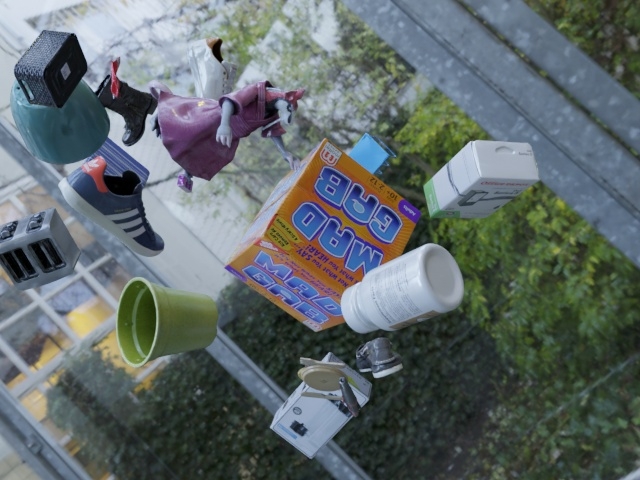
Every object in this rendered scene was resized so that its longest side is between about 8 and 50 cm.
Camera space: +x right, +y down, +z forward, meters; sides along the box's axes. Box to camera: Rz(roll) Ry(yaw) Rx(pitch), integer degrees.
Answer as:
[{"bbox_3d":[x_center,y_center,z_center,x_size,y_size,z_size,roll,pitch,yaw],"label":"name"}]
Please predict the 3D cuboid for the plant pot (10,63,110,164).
[{"bbox_3d":[-0.868,-0.434,2.046,0.293,0.293,0.235,-44,-17,-19],"label":"plant pot"}]

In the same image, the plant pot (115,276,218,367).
[{"bbox_3d":[-0.479,0.261,2.014,0.253,0.276,0.276,7,-45,-43],"label":"plant pot"}]

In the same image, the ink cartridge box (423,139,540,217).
[{"bbox_3d":[0.447,-0.164,1.767,0.198,0.115,0.273,-1,-20,-20],"label":"ink cartridge box"}]

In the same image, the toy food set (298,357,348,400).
[{"bbox_3d":[0.007,0.347,1.616,0.192,0.132,0.039,93,-175,-49],"label":"toy food set"}]

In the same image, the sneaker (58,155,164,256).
[{"bbox_3d":[-0.479,-0.083,1.575,0.148,0.131,0.350,-44,-34,-1],"label":"sneaker"}]

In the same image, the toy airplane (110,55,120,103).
[{"bbox_3d":[-0.635,-0.499,1.938,0.028,0.151,0.151,1,-22,-14],"label":"toy airplane"}]

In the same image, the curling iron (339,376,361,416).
[{"bbox_3d":[0.066,0.384,1.549,0.035,0.068,0.274,-32,-26,-6],"label":"curling iron"}]

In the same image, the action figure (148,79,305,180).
[{"bbox_3d":[-0.200,-0.296,1.511,0.370,0.276,0.248,-23,-25,17],"label":"action figure"}]

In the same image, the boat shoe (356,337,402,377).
[{"bbox_3d":[0.155,0.306,1.712,0.112,0.096,0.335,-17,-6,-6],"label":"boat shoe"}]

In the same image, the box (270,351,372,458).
[{"bbox_3d":[0.001,0.498,1.888,0.290,0.169,0.087,-50,3,20],"label":"box"}]

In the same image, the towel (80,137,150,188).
[{"bbox_3d":[-0.795,-0.248,2.405,0.040,0.243,0.336,-37,27,26],"label":"towel"}]

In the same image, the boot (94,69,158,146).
[{"bbox_3d":[-0.748,-0.487,2.320,0.228,0.091,0.263,13,-61,-46],"label":"boot"}]

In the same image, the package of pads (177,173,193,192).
[{"bbox_3d":[-0.516,-0.217,2.389,0.083,0.031,0.050,48,-135,-71],"label":"package of pads"}]

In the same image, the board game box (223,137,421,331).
[{"bbox_3d":[0.000,0.000,1.818,0.356,0.356,0.356,-60,13,-27],"label":"board game box"}]

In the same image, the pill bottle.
[{"bbox_3d":[0.152,0.104,1.220,0.229,0.131,0.131,-29,7,43],"label":"pill bottle"}]

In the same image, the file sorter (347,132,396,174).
[{"bbox_3d":[0.167,-0.270,2.207,0.170,0.118,0.104,-49,-20,21],"label":"file sorter"}]

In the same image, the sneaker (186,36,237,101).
[{"bbox_3d":[-0.283,-0.433,1.765,0.123,0.290,0.106,-16,4,14],"label":"sneaker"}]

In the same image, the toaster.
[{"bbox_3d":[-0.740,0.029,1.639,0.167,0.186,0.110,-18,31,0],"label":"toaster"}]

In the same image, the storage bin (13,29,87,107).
[{"bbox_3d":[-0.687,-0.441,1.605,0.122,0.084,0.180,88,-167,-53],"label":"storage bin"}]
